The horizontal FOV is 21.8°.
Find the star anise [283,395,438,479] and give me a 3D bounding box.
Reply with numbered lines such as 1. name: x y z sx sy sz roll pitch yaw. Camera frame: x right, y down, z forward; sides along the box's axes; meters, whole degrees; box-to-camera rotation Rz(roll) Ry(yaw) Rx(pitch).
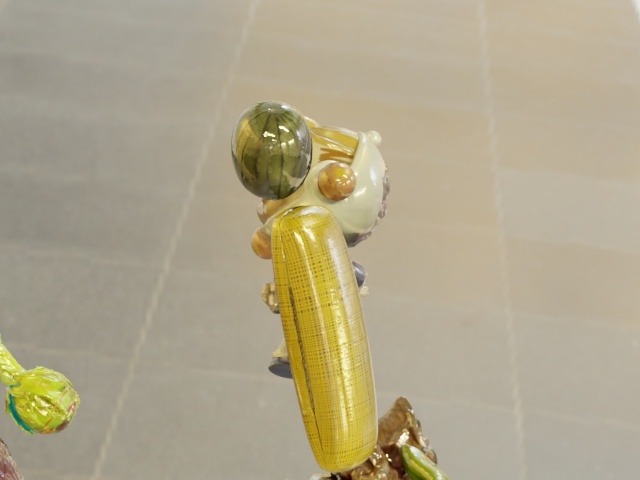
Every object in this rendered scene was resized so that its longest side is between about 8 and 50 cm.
1. star anise: 0.049 0.284 1.739 0.109 0.223 0.236 37 33 30

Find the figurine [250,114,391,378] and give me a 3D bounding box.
1. figurine: 0.004 -0.001 1.665 0.133 0.194 0.274 13 42 -21

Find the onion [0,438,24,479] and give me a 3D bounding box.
1. onion: -0.428 0.273 1.454 0.398 0.398 0.420 -3 -10 -21

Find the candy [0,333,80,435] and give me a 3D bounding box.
1. candy: -0.372 0.114 1.862 0.262 0.077 0.073 51 32 -7

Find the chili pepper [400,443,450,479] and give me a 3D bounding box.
1. chili pepper: 0.105 0.256 1.539 0.050 0.052 0.201 -15 26 8

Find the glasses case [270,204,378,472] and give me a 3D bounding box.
1. glasses case: 0.005 0.084 1.441 0.064 0.234 0.079 -6 8 33

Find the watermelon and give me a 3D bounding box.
1. watermelon: -0.044 -0.080 1.510 0.078 0.110 0.078 -1 59 2
